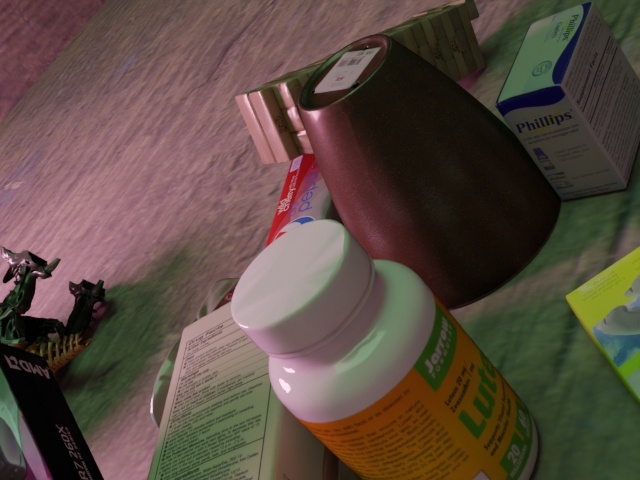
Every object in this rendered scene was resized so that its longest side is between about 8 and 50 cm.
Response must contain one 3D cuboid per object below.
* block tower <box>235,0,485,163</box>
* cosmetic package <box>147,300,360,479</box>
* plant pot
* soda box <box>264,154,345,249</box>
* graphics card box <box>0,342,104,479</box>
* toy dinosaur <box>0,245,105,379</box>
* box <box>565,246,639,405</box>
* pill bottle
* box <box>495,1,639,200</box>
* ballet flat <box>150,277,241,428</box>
[{"bbox_3d":[0.064,-0.201,1.152,0.335,0.097,0.091,-32,18,-30],"label":"block tower"},{"bbox_3d":[-0.052,0.187,0.824,0.153,0.129,0.296,-28,31,24],"label":"cosmetic package"},{"bbox_3d":[0.087,-0.083,0.926,0.215,0.230,0.215,-30,30,19],"label":"plant pot"},{"bbox_3d":[0.000,0.000,1.057,0.084,0.092,0.263,-20,34,28],"label":"soda box"},{"bbox_3d":[-0.272,0.297,0.783,0.233,0.094,0.371,-38,61,6],"label":"graphics card box"},{"bbox_3d":[-0.408,0.144,1.344,0.322,0.164,0.218,7,67,31],"label":"toy dinosaur"},{"bbox_3d":[0.267,0.070,0.693,0.109,0.042,0.178,-36,28,10],"label":"box"},{"bbox_3d":[0.048,0.102,0.698,0.136,0.245,0.136,-30,31,20],"label":"pill bottle"},{"bbox_3d":[0.247,-0.132,0.898,0.072,0.137,0.126,-11,40,43],"label":"box"},{"bbox_3d":[-0.125,0.123,1.062,0.068,0.072,0.213,-11,39,36],"label":"ballet flat"}]
